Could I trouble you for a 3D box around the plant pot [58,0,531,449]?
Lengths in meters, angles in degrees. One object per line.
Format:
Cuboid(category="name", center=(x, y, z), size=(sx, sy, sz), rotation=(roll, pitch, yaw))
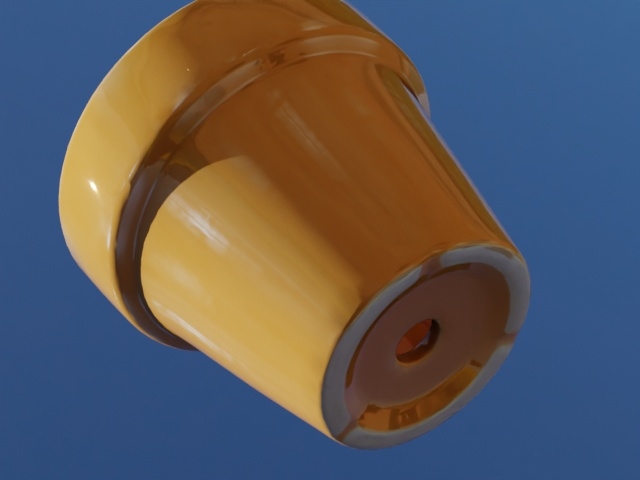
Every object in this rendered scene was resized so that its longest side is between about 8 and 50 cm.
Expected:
Cuboid(category="plant pot", center=(0.000, 0.000, 0.951), size=(0.205, 0.205, 0.188), rotation=(4, -149, -44))
